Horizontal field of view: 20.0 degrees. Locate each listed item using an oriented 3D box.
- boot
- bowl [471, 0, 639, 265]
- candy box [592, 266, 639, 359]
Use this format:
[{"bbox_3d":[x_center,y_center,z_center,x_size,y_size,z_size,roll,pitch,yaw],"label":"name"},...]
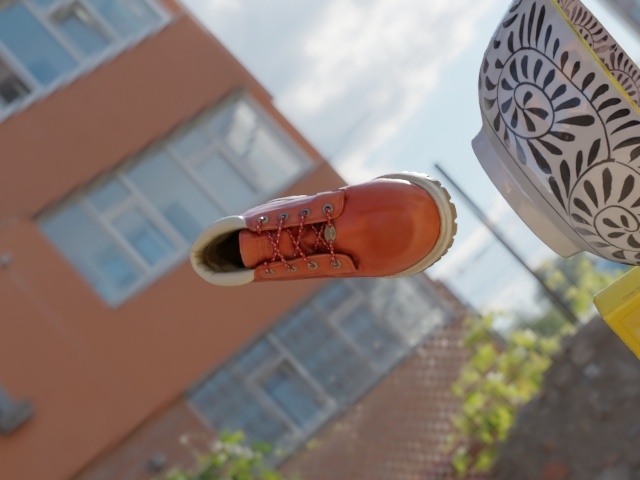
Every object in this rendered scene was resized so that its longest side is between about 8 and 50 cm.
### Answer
[{"bbox_3d":[0.000,0.000,1.016,0.158,0.059,0.085,-10,2,41],"label":"boot"},{"bbox_3d":[0.124,-0.044,0.863,0.080,0.170,0.170,-39,-8,14],"label":"bowl"},{"bbox_3d":[0.257,0.009,0.961,0.206,0.105,0.027,-37,27,14],"label":"candy box"}]
